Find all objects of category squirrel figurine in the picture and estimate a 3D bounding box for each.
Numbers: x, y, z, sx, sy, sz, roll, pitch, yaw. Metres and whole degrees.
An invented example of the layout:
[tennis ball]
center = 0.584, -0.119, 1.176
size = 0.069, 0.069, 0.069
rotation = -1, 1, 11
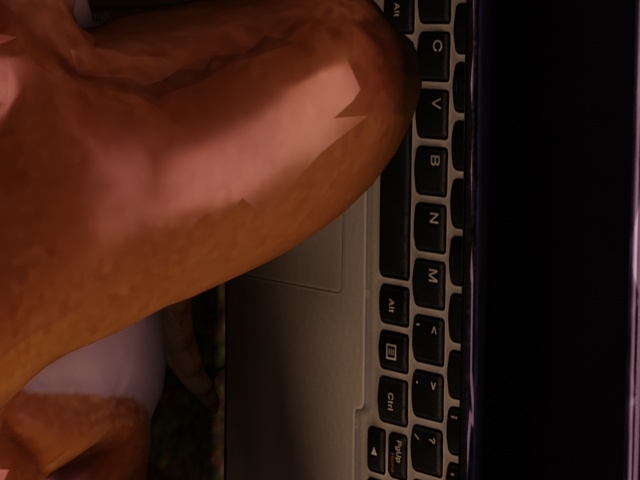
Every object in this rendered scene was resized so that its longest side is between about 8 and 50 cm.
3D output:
[squirrel figurine]
center = -0.174, -0.047, 0.437
size = 0.370, 0.397, 0.281
rotation = 97, -17, -51

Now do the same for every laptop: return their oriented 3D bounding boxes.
[laptop]
center = 0.000, 0.000, 0.666
size = 0.236, 0.408, 0.381
rotation = -4, 98, -38

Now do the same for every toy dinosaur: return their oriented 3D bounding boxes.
[toy dinosaur]
center = -0.073, 0.006, 0.819
size = 0.112, 0.064, 0.211
rotation = -27, 118, -47
